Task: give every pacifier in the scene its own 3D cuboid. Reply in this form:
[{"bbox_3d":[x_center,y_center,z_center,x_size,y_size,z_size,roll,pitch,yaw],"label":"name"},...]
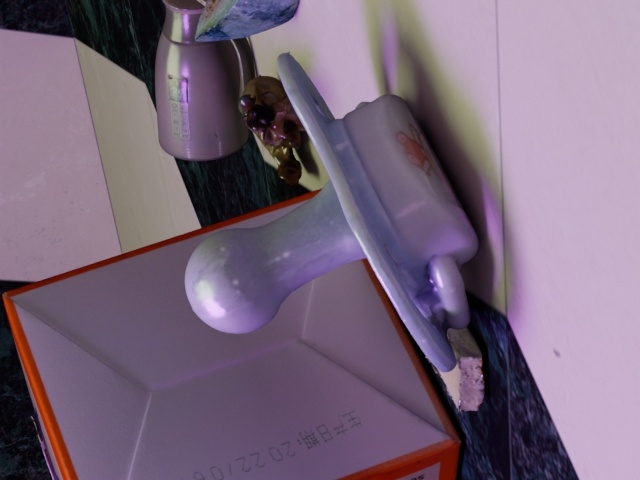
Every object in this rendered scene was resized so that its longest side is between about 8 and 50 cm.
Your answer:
[{"bbox_3d":[0.000,0.000,1.395,0.238,0.225,0.287,55,-169,-63],"label":"pacifier"}]

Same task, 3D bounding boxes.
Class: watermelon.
[{"bbox_3d":[-0.062,-0.244,1.679,0.180,0.081,0.094,-12,80,62],"label":"watermelon"}]

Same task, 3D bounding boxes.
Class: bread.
[{"bbox_3d":[0.098,0.070,1.500,0.154,0.028,0.068,-119,16,-44],"label":"bread"}]

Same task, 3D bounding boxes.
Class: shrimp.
[{"bbox_3d":[-0.034,-0.108,1.758,0.117,0.066,0.262,59,-176,-9],"label":"shrimp"}]

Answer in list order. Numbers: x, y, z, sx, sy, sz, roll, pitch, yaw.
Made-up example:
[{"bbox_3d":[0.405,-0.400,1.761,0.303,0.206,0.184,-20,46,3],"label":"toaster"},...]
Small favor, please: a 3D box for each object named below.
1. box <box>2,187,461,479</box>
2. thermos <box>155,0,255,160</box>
[{"bbox_3d":[-0.088,0.183,1.724,0.257,0.348,0.319,91,156,-57],"label":"box"},{"bbox_3d":[-0.124,-0.191,1.987,0.137,0.105,0.193,28,134,35],"label":"thermos"}]
